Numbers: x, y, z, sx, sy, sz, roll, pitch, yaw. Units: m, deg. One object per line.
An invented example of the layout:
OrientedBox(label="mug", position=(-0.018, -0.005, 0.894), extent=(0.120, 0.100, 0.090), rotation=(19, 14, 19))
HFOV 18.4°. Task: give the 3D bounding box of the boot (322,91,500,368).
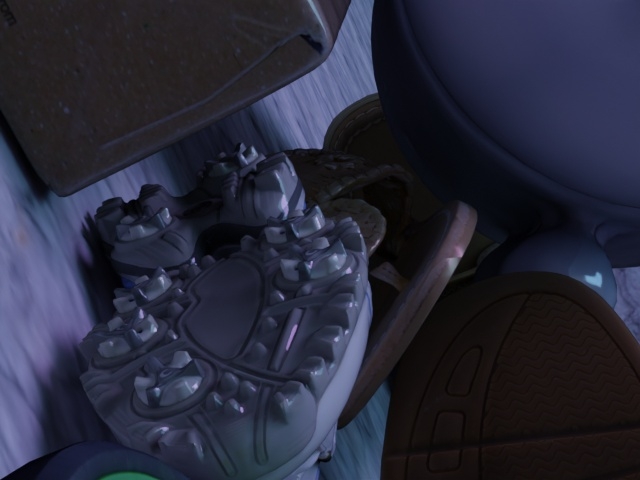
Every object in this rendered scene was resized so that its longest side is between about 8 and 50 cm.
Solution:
OrientedBox(label="boot", position=(0.073, 0.058, 0.895), extent=(0.203, 0.095, 0.262), rotation=(-55, 121, -79))

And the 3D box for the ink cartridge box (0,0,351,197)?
OrientedBox(label="ink cartridge box", position=(-0.079, -0.147, 0.562), extent=(0.234, 0.088, 0.193), rotation=(62, 9, -10))

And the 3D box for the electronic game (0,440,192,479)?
OrientedBox(label="electronic game", position=(0.003, 0.139, 0.325), extent=(0.229, 0.048, 0.229), rotation=(61, 8, -15))

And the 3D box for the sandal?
OrientedBox(label="sandal", position=(-0.004, 0.006, 0.705), extent=(0.079, 0.088, 0.240), rotation=(32, 1, 0))

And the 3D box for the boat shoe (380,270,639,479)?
OrientedBox(label="boat shoe", position=(0.083, 0.149, 0.624), extent=(0.089, 0.105, 0.285), rotation=(68, 12, -64))

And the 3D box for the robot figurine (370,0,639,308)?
OrientedBox(label="robot figurine", position=(0.122, -0.097, 0.761), extent=(0.353, 0.200, 0.300), rotation=(100, 5, -82))

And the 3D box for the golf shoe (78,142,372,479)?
OrientedBox(label="golf shoe", position=(-0.013, 0.035, 0.477), extent=(0.176, 0.069, 0.086), rotation=(-101, 171, -74))
